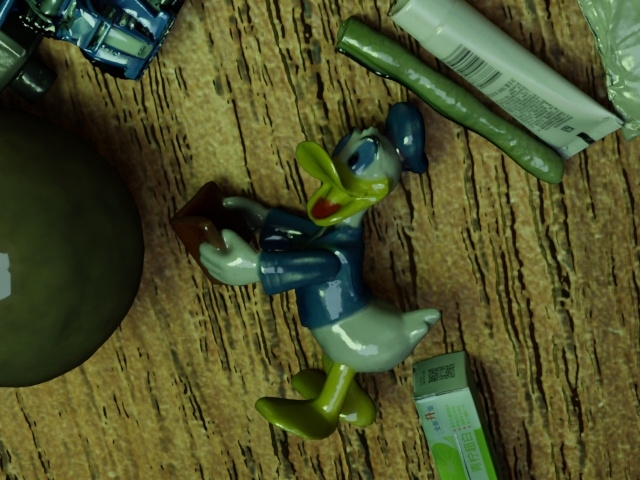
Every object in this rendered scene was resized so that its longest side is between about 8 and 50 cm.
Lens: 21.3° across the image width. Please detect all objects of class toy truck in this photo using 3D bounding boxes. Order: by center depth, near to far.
[{"bbox_3d":[-0.242,-0.237,1.618,0.208,0.126,0.113,30,116,-8],"label":"toy truck"}]

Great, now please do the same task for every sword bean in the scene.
[{"bbox_3d":[0.132,-0.134,1.675,0.269,0.043,0.038,32,85,-10],"label":"sword bean"}]

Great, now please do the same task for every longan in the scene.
[{"bbox_3d":[-0.325,0.004,1.668,0.297,0.297,0.297,3,117,5],"label":"longan"}]

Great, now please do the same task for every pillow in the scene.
[{"bbox_3d":[0.318,-0.217,1.609,0.148,0.050,0.229,-21,113,8],"label":"pillow"}]

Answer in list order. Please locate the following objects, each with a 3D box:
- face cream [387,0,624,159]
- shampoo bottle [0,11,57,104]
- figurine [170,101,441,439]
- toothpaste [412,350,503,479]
[{"bbox_3d":[0.175,-0.166,1.643,0.244,0.058,0.092,37,147,-14],"label":"face cream"},{"bbox_3d":[-0.366,-0.223,1.666,0.246,0.080,0.079,39,116,-12],"label":"shampoo bottle"},{"bbox_3d":[0.000,0.000,1.719,0.283,0.204,0.338,29,104,0],"label":"figurine"},{"bbox_3d":[0.172,0.284,1.861,0.067,0.081,0.336,-14,115,9],"label":"toothpaste"}]
